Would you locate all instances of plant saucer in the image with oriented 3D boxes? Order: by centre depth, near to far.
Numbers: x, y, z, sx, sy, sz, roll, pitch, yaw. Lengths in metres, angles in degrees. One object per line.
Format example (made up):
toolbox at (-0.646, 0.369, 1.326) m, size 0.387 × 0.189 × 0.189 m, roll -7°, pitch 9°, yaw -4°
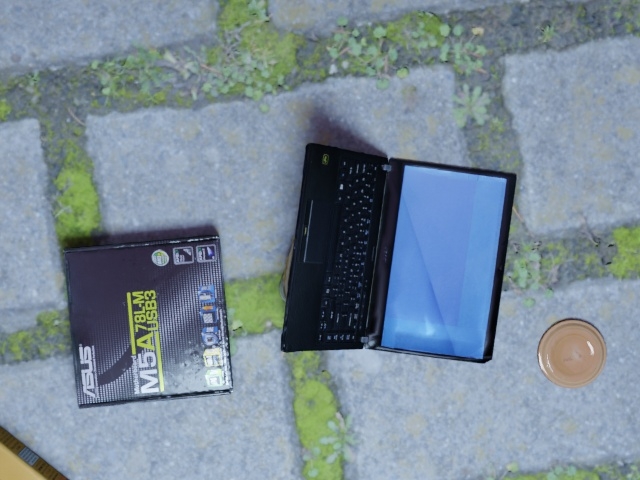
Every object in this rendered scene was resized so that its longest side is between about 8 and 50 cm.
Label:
plant saucer at (0.303, 0.137, 1.592) m, size 0.084 × 0.013 × 0.083 m, roll 0°, pitch 92°, yaw -2°

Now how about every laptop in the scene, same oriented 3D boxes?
laptop at (0.093, 0.021, 1.518) m, size 0.137 × 0.264 × 0.234 m, roll 8°, pitch 91°, yaw 34°

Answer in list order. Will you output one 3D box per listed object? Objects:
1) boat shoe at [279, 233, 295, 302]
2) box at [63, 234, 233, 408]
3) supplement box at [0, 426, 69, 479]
boat shoe at (0.000, 0.000, 1.552) m, size 0.063 × 0.059 × 0.170 m, roll 19°, pitch 91°, yaw -3°
box at (-0.201, 0.094, 1.555) m, size 0.184 × 0.045 × 0.190 m, roll -4°, pitch 91°, yaw -5°
supplement box at (-0.400, 0.249, 1.536) m, size 0.233 × 0.080 × 0.078 m, roll 40°, pitch 89°, yaw -5°
